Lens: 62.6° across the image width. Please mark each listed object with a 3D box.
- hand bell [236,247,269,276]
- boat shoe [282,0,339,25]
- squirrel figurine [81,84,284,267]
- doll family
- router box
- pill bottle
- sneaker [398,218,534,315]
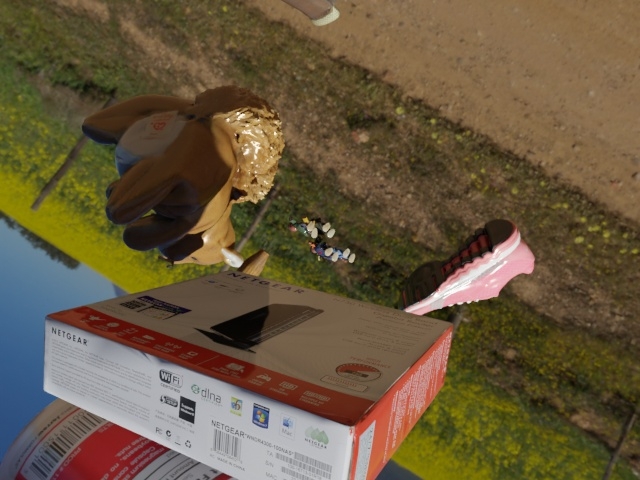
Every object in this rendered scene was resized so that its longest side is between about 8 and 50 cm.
[{"bbox_3d":[-0.179,0.114,0.988,0.126,0.242,0.126,41,-179,-1],"label":"hand bell"},{"bbox_3d":[-0.005,-0.220,0.424,0.095,0.257,0.095,-125,22,-49],"label":"boat shoe"},{"bbox_3d":[-0.221,-0.107,1.069,0.281,0.396,0.371,49,165,35],"label":"squirrel figurine"},{"bbox_3d":[0.000,0.000,1.264,0.111,0.076,0.193,7,138,55],"label":"doll family"},{"bbox_3d":[-0.059,0.124,0.573,0.335,0.082,0.301,11,-169,25],"label":"router box"},{"bbox_3d":[-0.164,0.334,0.585,0.407,0.229,0.229,15,158,36],"label":"pill bottle"},{"bbox_3d":[0.303,0.094,1.102,0.136,0.116,0.313,42,121,-19],"label":"sneaker"}]
